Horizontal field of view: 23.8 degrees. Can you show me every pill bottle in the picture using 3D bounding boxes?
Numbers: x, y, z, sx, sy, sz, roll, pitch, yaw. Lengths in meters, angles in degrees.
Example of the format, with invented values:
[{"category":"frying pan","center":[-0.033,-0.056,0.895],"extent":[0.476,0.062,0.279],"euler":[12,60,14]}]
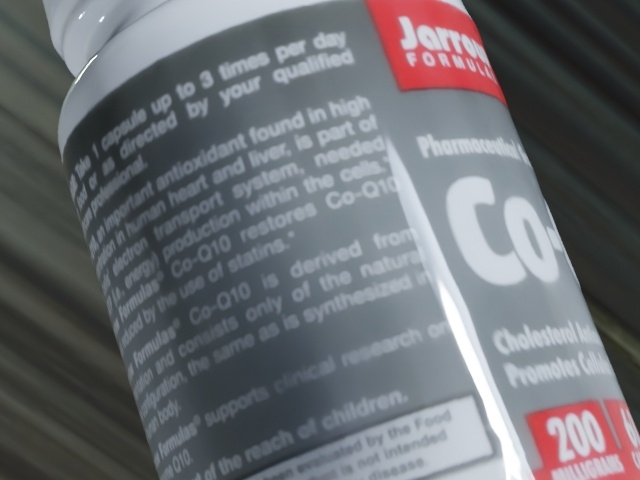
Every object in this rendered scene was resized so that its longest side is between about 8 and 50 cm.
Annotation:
[{"category":"pill bottle","center":[0.000,0.000,0.547],"extent":[0.161,0.283,0.161],"euler":[-18,-16,-5]}]
